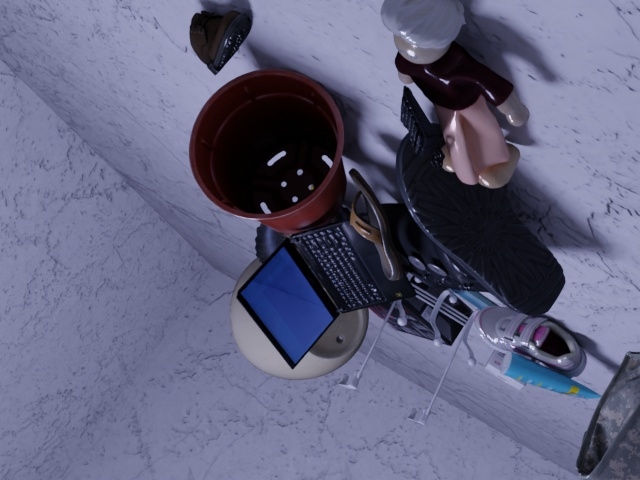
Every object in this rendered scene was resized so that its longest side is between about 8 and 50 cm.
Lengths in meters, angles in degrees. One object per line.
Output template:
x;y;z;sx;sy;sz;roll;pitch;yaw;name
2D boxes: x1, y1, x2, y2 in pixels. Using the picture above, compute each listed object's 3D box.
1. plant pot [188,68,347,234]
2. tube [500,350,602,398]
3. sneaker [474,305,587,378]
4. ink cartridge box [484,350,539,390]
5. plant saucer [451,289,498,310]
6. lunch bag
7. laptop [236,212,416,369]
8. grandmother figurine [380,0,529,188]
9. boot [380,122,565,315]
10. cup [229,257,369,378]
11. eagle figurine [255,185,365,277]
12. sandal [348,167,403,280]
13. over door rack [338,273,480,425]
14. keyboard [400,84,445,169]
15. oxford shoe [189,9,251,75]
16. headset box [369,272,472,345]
-0.069;-0.138;1.483;0.273;0.272;0.265;31;175;16;plant pot
0.486;0.295;1.695;0.207;0.052;0.080;22;170;-4;tube
0.452;0.202;1.718;0.252;0.102;0.111;21;161;20;sneaker
0.449;0.256;1.809;0.099;0.135;0.056;31;166;13;ink cartridge box
0.346;0.125;1.863;0.192;0.018;0.067;34;167;2;plant saucer
0.635;0.391;1.504;0.235;0.287;0.169;35;167;-3;lunch bag
0.017;0.102;1.528;0.265;0.136;0.234;-15;129;22;laptop
0.168;-0.191;1.015;0.208;0.104;0.342;18;162;35;grandmother figurine
0.195;-0.042;1.432;0.367;0.146;0.445;52;173;-14;boot
-0.020;0.173;1.839;0.331;0.331;0.237;39;168;-16;cup
0.001;-0.011;1.734;0.227;0.225;0.298;18;174;-15;eagle figurine
0.087;-0.021;1.417;0.090;0.060;0.219;-124;14;-67;sandal
0.234;0.263;1.877;0.240;0.324;0.108;31;180;-22;over door rack
0.135;-0.143;1.081;0.108;0.023;0.180;58;-175;3;keyboard
-0.182;-0.347;1.356;0.096;0.082;0.227;43;164;-13;oxford shoe
0.212;0.149;2.068;0.218;0.110;0.293;41;165;-22;headset box
